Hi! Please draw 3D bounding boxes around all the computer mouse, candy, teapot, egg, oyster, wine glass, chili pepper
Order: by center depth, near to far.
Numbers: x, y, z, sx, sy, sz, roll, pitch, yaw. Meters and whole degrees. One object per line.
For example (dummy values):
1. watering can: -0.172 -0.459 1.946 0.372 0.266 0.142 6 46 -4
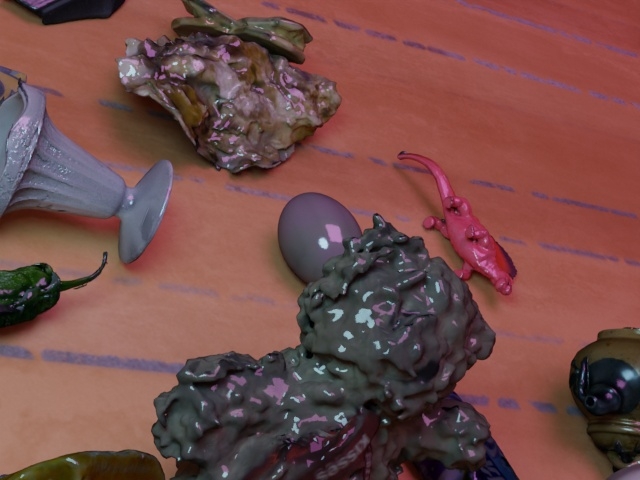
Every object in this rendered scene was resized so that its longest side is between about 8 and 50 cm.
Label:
1. chili pepper: -0.356 0.044 1.235 0.279 0.065 0.122 12 45 -21
2. wine glass: -0.276 -0.065 1.349 0.196 0.165 0.165 23 37 -21
3. candy: 0.155 0.249 1.395 0.145 0.070 0.275 -3 47 -51
4. egg: 0.000 0.000 1.526 0.103 0.103 0.135 -1 47 -38
5. teapot: 0.409 0.218 1.569 0.269 0.173 0.182 31 66 -47
6. oyster: -0.124 -0.202 1.653 0.351 0.115 0.238 4 45 -34
7. computer mouse: -0.356 -0.373 1.707 0.231 0.071 0.126 -20 62 -47

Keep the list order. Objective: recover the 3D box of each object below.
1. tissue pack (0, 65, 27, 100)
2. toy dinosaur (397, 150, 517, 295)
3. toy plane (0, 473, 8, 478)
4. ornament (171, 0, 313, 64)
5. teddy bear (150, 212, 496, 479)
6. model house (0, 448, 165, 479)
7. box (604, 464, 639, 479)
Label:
1. tissue pack: -0.428 -0.168 1.427 0.148 0.060 0.108 18 38 -19
2. toy dinosaur: 0.219 -0.021 1.766 0.139 0.070 0.286 15 36 -40
3. toy plane: -0.361 0.183 1.041 0.316 0.103 0.204 32 2 -8
4. ornament: -0.103 -0.296 1.780 0.201 0.059 0.180 17 -4 18
5. teddy bear: 0.023 0.164 1.145 0.357 0.367 0.224 16 16 -27
6. model house: -0.221 0.260 0.902 0.173 0.239 0.268 37 7 25
7. box: 0.437 0.389 1.313 0.349 0.141 0.289 45 3 14
